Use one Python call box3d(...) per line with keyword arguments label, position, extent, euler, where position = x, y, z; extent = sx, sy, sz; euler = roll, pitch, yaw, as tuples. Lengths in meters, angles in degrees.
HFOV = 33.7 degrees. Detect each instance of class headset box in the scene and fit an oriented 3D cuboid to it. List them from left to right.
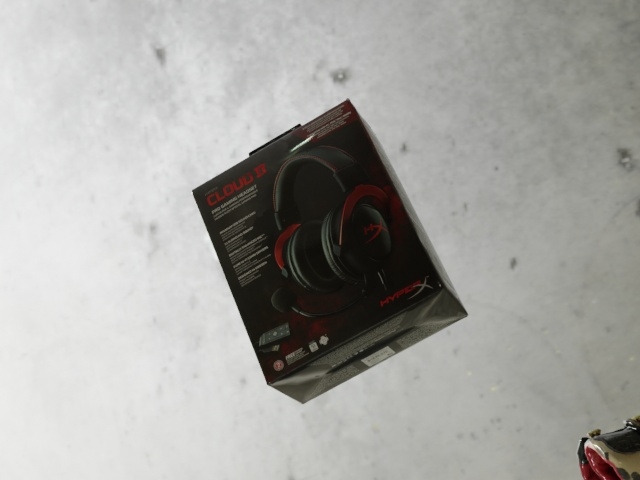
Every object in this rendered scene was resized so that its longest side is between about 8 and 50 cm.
box3d(label="headset box", position=(0.000, 0.000, 1.193), extent=(0.218, 0.110, 0.293), euler=(-29, 62, 10))

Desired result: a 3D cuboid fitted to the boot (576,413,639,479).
box3d(label="boot", position=(0.358, 0.128, 0.881), extent=(0.138, 0.284, 0.377), euler=(51, 163, 57))
